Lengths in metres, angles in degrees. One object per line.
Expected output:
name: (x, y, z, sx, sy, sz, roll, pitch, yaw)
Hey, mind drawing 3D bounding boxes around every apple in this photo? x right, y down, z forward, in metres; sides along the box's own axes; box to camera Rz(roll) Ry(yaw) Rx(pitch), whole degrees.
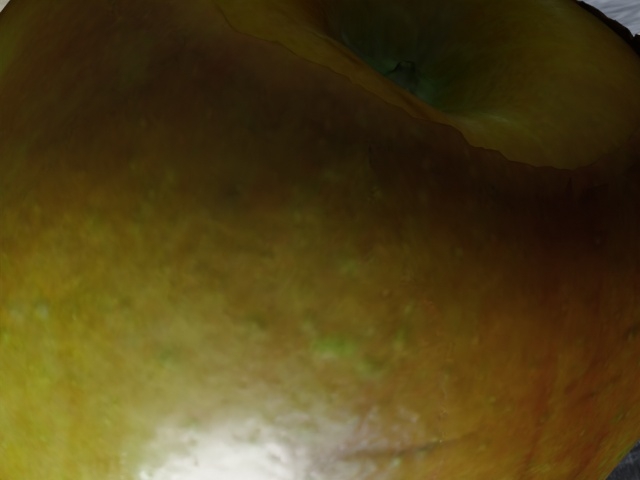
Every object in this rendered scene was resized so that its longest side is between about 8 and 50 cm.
apple: (0.000, 0.000, 0.498, 0.237, 0.237, 0.207, -5, 144, -24)
